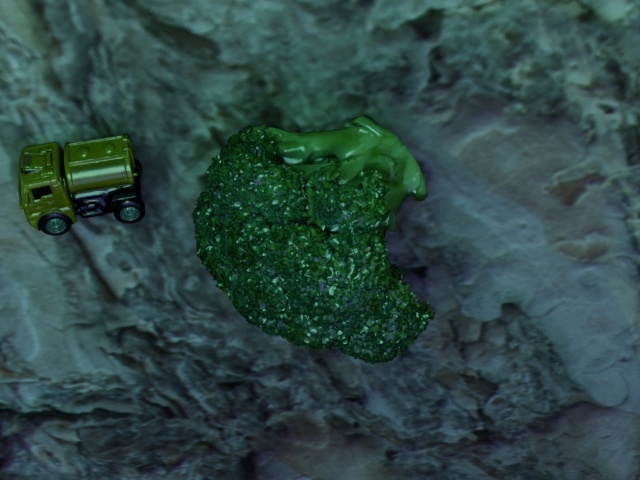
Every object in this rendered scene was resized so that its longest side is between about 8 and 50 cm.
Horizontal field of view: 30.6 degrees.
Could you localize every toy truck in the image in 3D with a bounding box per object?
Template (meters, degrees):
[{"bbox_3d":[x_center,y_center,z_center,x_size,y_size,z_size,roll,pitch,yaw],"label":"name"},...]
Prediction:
[{"bbox_3d":[-0.163,-0.040,0.787,0.083,0.049,0.054,-9,139,-4],"label":"toy truck"}]

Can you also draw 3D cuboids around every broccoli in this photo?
[{"bbox_3d":[0.000,0.000,0.789,0.156,0.195,0.195,-41,147,-25],"label":"broccoli"}]
